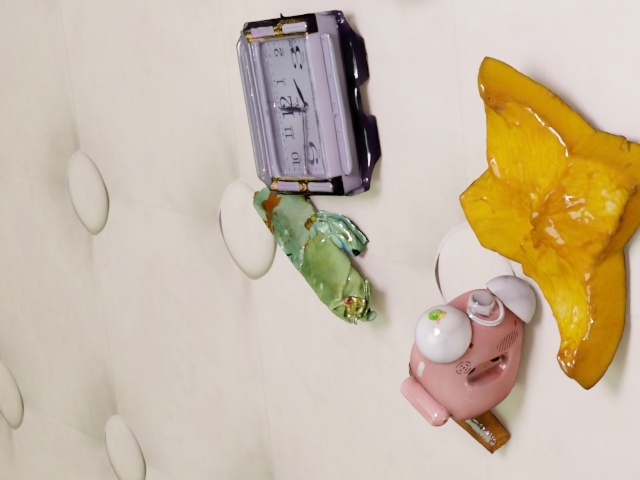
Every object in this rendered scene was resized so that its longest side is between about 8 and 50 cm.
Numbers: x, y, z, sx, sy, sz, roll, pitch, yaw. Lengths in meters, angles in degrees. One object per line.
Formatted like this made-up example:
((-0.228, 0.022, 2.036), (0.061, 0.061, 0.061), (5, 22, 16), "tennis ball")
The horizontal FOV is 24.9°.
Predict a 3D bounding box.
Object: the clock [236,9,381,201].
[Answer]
((-0.016, -0.177, 1.915), (0.186, 0.083, 0.253), (5, 107, 54), "clock")

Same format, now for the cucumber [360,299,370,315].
((0.027, 0.064, 1.991), (0.155, 0.037, 0.037), (46, 136, 38), "cucumber")

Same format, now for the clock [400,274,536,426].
((0.180, 0.127, 1.701), (0.093, 0.166, 0.162), (44, 143, 35), "clock")

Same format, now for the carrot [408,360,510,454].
((0.175, 0.201, 1.833), (0.161, 0.055, 0.055), (46, 137, 24), "carrot")

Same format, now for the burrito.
((0.000, 0.000, 1.973), (0.104, 0.054, 0.288), (-50, 49, 17), "burrito")

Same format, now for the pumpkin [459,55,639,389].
((0.253, -0.025, 1.594), (0.258, 0.095, 0.290), (39, 136, 34), "pumpkin")
